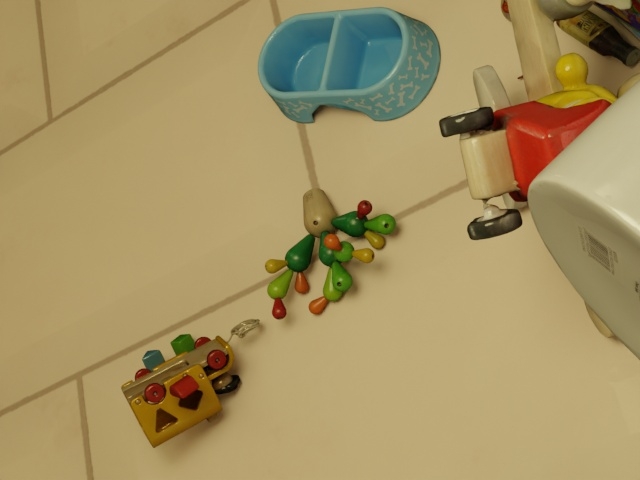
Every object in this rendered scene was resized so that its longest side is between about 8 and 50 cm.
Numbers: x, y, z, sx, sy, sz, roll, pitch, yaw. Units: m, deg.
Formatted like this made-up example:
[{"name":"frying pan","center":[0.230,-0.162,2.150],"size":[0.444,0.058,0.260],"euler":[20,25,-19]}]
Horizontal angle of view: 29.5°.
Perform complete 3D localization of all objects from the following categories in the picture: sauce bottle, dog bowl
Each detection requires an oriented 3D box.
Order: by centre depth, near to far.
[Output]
[{"name":"sauce bottle","center":[0.365,-0.270,1.595],"size":[0.128,0.042,0.042],"euler":[42,98,37]},{"name":"dog bowl","center":[0.032,-0.266,1.808],"size":[0.297,0.074,0.166],"euler":[3,75,35]}]

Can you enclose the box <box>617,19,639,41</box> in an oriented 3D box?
[{"name":"box","center":[0.437,-0.304,1.555],"size":[0.109,0.042,0.178],"euler":[-44,54,15]}]

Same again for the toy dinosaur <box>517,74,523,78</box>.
[{"name":"toy dinosaur","center":[0.314,-0.205,1.622],"size":[0.090,0.047,0.082],"euler":[-44,55,56]}]

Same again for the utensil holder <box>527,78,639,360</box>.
[{"name":"utensil holder","center":[0.432,-0.061,1.102],"size":[0.385,0.327,0.327],"euler":[-41,52,-7]}]

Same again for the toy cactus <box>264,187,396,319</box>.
[{"name":"toy cactus","center":[0.000,0.000,1.725],"size":[0.219,0.112,0.180],"euler":[-41,44,26]}]

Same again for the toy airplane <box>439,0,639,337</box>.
[{"name":"toy airplane","center":[0.294,-0.127,1.425],"size":[0.272,0.386,0.384],"euler":[-15,52,11]}]

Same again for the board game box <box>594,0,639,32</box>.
[{"name":"board game box","center":[0.343,-0.344,1.460],"size":[0.078,0.233,0.347],"euler":[-52,51,8]}]

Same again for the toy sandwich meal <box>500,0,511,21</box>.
[{"name":"toy sandwich meal","center":[0.284,-0.341,1.686],"size":[0.085,0.029,0.086],"euler":[-13,66,31]}]

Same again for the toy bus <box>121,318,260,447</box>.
[{"name":"toy bus","center":[-0.184,0.216,1.759],"size":[0.202,0.191,0.104],"euler":[-14,108,31]}]
